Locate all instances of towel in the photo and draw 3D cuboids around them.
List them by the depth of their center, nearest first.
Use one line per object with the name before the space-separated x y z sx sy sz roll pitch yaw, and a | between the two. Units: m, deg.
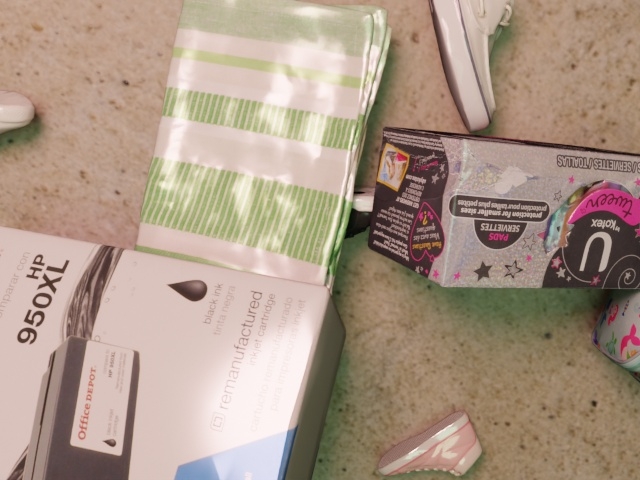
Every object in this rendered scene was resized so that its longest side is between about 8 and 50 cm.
towel | -0.070 -0.110 0.743 0.248 0.038 0.324 11 90 12

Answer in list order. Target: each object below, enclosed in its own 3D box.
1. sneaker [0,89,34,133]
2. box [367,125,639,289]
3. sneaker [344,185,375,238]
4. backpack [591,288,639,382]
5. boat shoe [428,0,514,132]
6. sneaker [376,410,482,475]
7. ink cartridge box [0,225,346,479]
sneaker | -0.431 -0.125 0.791 0.212 0.080 0.094 -1 112 9
box | 0.199 -0.033 0.697 0.247 0.163 0.142 1 103 -22
sneaker | 0.000 0.000 0.797 0.217 0.079 0.121 0 104 10
backpack | 0.420 0.085 0.704 0.191 0.253 0.225 21 101 -2
boat shoe | 0.167 -0.257 0.736 0.088 0.096 0.267 -13 91 9
sneaker | 0.143 0.278 0.850 0.134 0.051 0.070 -31 93 3
ink cartridge box | -0.201 0.165 0.690 0.395 0.166 0.285 10 69 12
